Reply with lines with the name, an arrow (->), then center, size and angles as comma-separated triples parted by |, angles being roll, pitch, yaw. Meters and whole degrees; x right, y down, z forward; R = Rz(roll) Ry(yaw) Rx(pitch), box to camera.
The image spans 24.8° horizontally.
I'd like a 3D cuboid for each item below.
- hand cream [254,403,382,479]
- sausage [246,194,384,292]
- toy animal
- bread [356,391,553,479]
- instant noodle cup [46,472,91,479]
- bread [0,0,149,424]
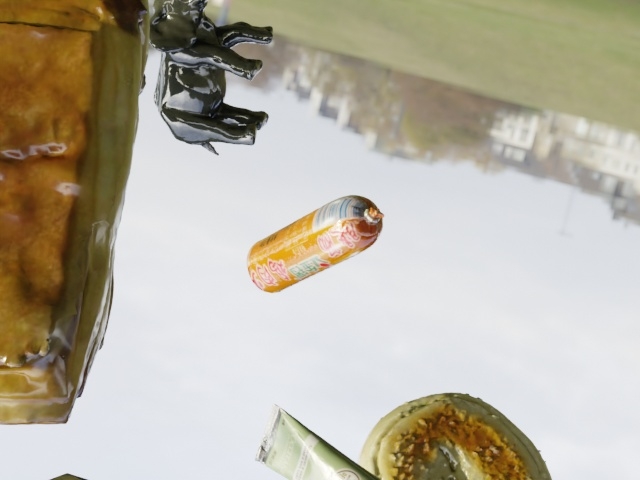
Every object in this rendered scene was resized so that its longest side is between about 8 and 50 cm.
hand cream -> 0.017, 0.296, 1.807 | 0.235, 0.086, 0.055 | 30, -158, 27
sausage -> 0.000, 0.000, 1.694 | 0.071, 0.071, 0.234 | 7, 160, -32
toy animal -> -0.137, -0.220, 1.775 | 0.146, 0.245, 0.114 | 11, -165, 11
bread -> 0.190, 0.374, 2.117 | 0.305, 0.306, 0.159 | 12, 150, -7
instant noodle cup -> -0.256, 0.344, 1.356 | 0.240, 0.178, 0.240 | 35, -153, -20
bread -> -0.285, -0.041, 1.073 | 0.314, 0.370, 0.191 | 2, 165, 1
